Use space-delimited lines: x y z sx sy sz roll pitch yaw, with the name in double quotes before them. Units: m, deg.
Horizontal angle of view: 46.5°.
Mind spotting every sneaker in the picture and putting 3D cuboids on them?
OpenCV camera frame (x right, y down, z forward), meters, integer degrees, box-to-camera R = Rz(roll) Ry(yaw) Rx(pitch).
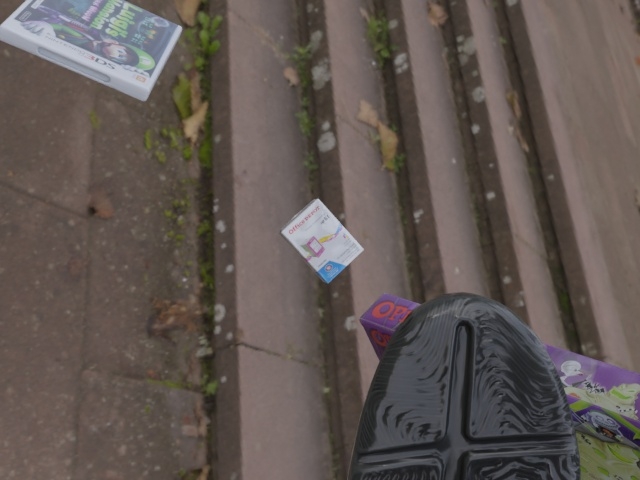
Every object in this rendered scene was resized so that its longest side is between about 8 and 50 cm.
"sneaker" 0.106 0.242 0.653 0.257 0.169 0.448 -85 171 -79

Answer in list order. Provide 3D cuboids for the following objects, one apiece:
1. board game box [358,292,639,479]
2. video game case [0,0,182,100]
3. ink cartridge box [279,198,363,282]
"board game box" 0.199 0.172 0.657 0.056 0.346 0.208 -46 127 -23
"video game case" -0.269 -0.254 0.905 0.173 0.022 0.190 22 36 -13
"ink cartridge box" 0.000 0.000 1.289 0.122 0.088 0.052 47 -4 -5
